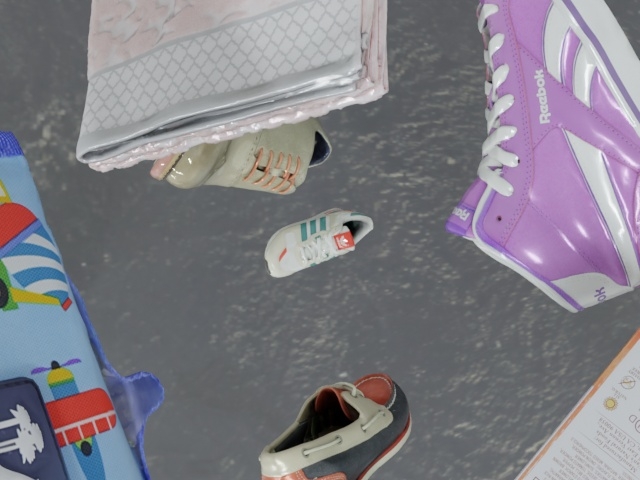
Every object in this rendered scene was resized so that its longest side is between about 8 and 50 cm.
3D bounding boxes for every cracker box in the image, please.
[{"bbox_3d":[0.138,0.169,0.580,0.067,0.156,0.232,40,88,24],"label":"cracker box"}]

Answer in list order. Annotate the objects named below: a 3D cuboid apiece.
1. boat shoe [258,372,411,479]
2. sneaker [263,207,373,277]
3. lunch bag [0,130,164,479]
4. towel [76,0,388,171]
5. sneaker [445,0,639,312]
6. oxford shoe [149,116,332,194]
[{"bbox_3d":[0.008,0.093,0.499,0.049,0.137,0.043,-14,101,26],"label":"boat shoe"},{"bbox_3d":[0.000,0.000,1.319,0.075,0.161,0.057,2,114,50],"label":"sneaker"},{"bbox_3d":[-0.151,0.088,0.266,0.138,0.293,0.221,-29,82,34],"label":"lunch bag"},{"bbox_3d":[-0.092,-0.242,0.984,0.331,0.053,0.317,-12,63,26],"label":"towel"},{"bbox_3d":[0.132,-0.085,0.685,0.161,0.102,0.282,-32,83,6],"label":"sneaker"},{"bbox_3d":[-0.080,-0.126,1.308,0.146,0.397,0.140,42,116,4],"label":"oxford shoe"}]
